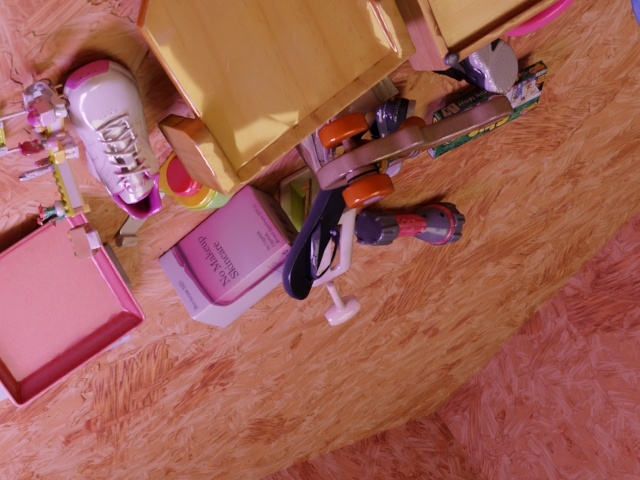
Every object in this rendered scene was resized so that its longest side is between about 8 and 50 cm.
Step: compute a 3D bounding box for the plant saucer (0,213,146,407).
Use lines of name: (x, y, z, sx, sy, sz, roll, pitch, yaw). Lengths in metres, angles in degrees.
plant saucer: (-0.449, 0.103, 1.943, 0.258, 0.048, 0.259, -35, 124, -14)

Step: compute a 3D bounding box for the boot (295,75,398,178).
boot: (0.042, -0.216, 2.081, 0.203, 0.095, 0.262, -35, 156, -3)

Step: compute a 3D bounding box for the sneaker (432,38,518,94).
sneaker: (0.218, -0.356, 2.016, 0.101, 0.153, 0.268, -51, 128, -21)

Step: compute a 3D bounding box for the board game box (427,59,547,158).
board game box: (0.333, -0.261, 2.402, 0.260, 0.030, 0.136, -27, 156, -15)

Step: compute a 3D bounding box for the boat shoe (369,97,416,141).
boat shoe: (0.132, -0.208, 2.270, 0.079, 0.084, 0.233, 6, 162, 1)

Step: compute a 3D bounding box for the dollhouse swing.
dollhouse swing: (-0.102, -0.292, 1.711, 0.347, 0.305, 0.315, -39, -161, -10)

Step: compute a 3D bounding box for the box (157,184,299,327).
box: (-0.158, 0.032, 2.231, 0.232, 0.148, 0.127, -39, 157, 11)

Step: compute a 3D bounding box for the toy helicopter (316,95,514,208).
toy helicopter: (0.161, -0.160, 2.042, 0.355, 0.140, 0.235, -22, 173, -8)

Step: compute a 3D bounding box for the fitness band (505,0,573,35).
fitness band: (0.395, -0.472, 2.093, 0.209, 0.054, 0.291, -23, 154, -26)

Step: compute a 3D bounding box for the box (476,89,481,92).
box: (0.316, -0.258, 2.457, 0.162, 0.029, 0.116, -35, 158, 5)

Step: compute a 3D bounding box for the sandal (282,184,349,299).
sandal: (0.000, 0.000, 2.155, 0.097, 0.054, 0.254, -9, 125, -56)

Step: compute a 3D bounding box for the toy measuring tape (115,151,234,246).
toy measuring tape: (-0.227, -0.065, 1.982, 0.121, 0.121, 0.330, -5, 144, -51)

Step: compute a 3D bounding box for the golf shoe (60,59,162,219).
golf shoe: (-0.283, -0.140, 1.717, 0.115, 0.140, 0.306, -29, 156, -10)

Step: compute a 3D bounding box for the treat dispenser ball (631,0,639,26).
treat dispenser ball: (0.726, -0.475, 2.235, 0.288, 0.288, 0.288, -29, 158, -13)

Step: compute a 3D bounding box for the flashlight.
flashlight: (0.202, -0.031, 2.667, 0.304, 0.103, 0.103, -5, 145, -52)

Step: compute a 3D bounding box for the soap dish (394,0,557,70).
soap dish: (0.236, -0.408, 1.810, 0.291, 0.118, 0.229, -32, 129, -4)

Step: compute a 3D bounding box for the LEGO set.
LEGO set: (-0.391, -0.095, 1.665, 0.107, 0.132, 0.287, -20, 133, -19)

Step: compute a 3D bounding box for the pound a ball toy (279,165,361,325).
pound a ball toy: (0.028, 0.006, 2.360, 0.136, 0.208, 0.319, -29, 157, -13)

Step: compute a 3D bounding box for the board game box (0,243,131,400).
board game box: (-0.485, 0.152, 2.094, 0.303, 0.097, 0.224, -24, 156, -22)
